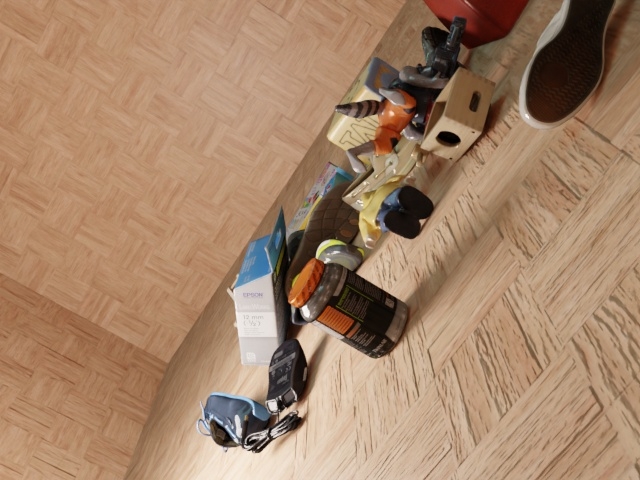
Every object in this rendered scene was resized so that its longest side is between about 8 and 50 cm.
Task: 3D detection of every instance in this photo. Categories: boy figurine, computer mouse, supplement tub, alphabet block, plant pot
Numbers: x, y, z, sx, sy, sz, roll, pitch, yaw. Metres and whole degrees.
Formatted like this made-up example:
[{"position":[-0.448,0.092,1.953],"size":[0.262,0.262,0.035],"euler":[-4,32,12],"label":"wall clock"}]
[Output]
[{"position":[0.144,-0.061,1.607],"size":[0.177,0.092,0.285],"euler":[-60,10,-2],"label":"boy figurine"},{"position":[-0.096,0.348,1.626],"size":[0.184,0.060,0.262],"euler":[-38,29,24],"label":"computer mouse"},{"position":[0.047,0.115,1.299],"size":[0.117,0.190,0.117],"euler":[-55,12,17],"label":"supplement tub"},{"position":[0.159,-0.339,2.011],"size":[0.197,0.193,0.192],"euler":[-50,12,38],"label":"alphabet block"},{"position":[0.373,-0.650,1.781],"size":[0.267,0.236,0.267],"euler":[-58,11,2],"label":"plant pot"}]

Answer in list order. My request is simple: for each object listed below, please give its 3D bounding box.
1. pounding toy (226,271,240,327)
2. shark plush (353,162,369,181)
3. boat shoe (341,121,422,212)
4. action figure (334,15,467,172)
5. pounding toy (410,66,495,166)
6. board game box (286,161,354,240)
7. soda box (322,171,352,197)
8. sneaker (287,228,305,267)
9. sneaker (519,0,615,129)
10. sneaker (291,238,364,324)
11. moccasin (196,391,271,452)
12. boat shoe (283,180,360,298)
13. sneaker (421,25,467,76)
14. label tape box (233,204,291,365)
[{"position":[-0.204,0.160,2.379],"size":[0.155,0.154,0.269],"euler":[-54,12,23],"label":"pounding toy"},{"position":[0.125,-0.167,2.077],"size":[0.067,0.073,0.161],"euler":[4,53,43],"label":"shark plush"},{"position":[0.165,-0.194,1.843],"size":[0.302,0.098,0.109],"euler":[-53,12,26],"label":"boat shoe"},{"position":[0.185,-0.332,1.614],"size":[0.330,0.179,0.341],"euler":[-43,-27,-51],"label":"action figure"},{"position":[0.260,-0.210,1.508],"size":[0.206,0.094,0.181],"euler":[123,169,-64],"label":"pounding toy"},{"position":[-0.015,-0.107,2.491],"size":[0.316,0.064,0.242],"euler":[-58,11,6],"label":"board game box"},{"position":[0.047,-0.120,2.231],"size":[0.067,0.071,0.210],"euler":[-51,13,32],"label":"soda box"},{"position":[-0.064,0.074,2.186],"size":[0.341,0.125,0.139],"euler":[-41,48,49],"label":"sneaker"},{"position":[0.380,-0.271,1.161],"size":[0.290,0.106,0.123],"euler":[-60,-7,-21],"label":"sneaker"},{"position":[0.014,0.104,1.760],"size":[0.300,0.111,0.121],"euler":[125,159,-49],"label":"sneaker"},{"position":[-0.231,0.440,1.800],"size":[0.116,0.138,0.342],"euler":[-62,11,-22],"label":"moccasin"},{"position":[0.000,0.000,1.972],"size":[0.355,0.132,0.130],"euler":[-59,9,-5],"label":"boat shoe"},{"position":[0.290,-0.436,1.848],"size":[0.267,0.101,0.106],"euler":[-93,19,-44],"label":"sneaker"},{"position":[-0.151,0.114,1.944],"size":[0.249,0.115,0.347],"euler":[-80,-13,-62],"label":"label tape box"}]
